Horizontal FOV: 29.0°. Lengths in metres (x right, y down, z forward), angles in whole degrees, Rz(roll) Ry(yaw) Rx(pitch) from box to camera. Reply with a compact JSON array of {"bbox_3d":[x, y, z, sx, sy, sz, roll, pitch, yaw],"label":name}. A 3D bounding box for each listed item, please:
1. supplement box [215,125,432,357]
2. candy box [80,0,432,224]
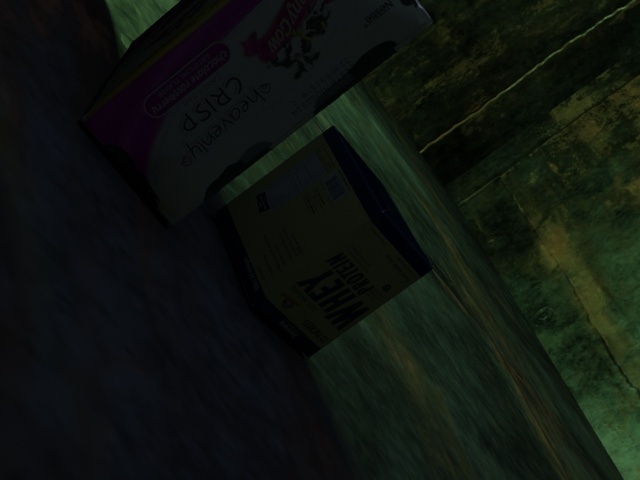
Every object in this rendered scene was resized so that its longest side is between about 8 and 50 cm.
[{"bbox_3d":[0.000,0.000,0.666,0.056,0.083,0.083,46,12,-41],"label":"supplement box"},{"bbox_3d":[-0.035,-0.112,0.670,0.071,0.159,0.233,50,9,-16],"label":"candy box"}]
